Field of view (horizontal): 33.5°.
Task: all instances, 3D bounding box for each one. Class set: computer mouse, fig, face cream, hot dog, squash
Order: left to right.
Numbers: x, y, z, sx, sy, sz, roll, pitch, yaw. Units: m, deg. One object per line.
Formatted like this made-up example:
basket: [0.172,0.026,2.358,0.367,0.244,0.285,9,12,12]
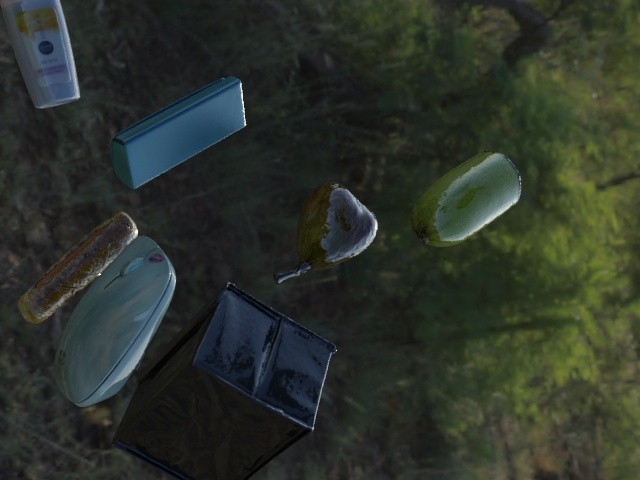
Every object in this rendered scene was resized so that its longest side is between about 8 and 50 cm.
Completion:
face cream: [-0.408,-0.295,1.549,0.057,0.084,0.198,-178,-108,-73]
hot dog: [-0.472,0.055,2.089,0.286,0.061,0.088,-47,136,-15]
computer mouse: [-0.339,0.127,1.683,0.097,0.288,0.159,18,18,-39]
fig: [0.001,-0.001,2.269,0.274,0.146,0.170,-47,109,-24]
squash: [0.268,-0.071,2.052,0.247,0.133,0.132,-33,112,-38]

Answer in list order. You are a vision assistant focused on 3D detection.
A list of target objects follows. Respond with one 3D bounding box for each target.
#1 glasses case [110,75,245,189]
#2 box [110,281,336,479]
glasses case: [-0.285,-0.226,2.147,0.301,0.070,0.117,-32,138,-31]
box: [-0.181,0.289,1.972,0.251,0.345,0.204,33,40,-14]
